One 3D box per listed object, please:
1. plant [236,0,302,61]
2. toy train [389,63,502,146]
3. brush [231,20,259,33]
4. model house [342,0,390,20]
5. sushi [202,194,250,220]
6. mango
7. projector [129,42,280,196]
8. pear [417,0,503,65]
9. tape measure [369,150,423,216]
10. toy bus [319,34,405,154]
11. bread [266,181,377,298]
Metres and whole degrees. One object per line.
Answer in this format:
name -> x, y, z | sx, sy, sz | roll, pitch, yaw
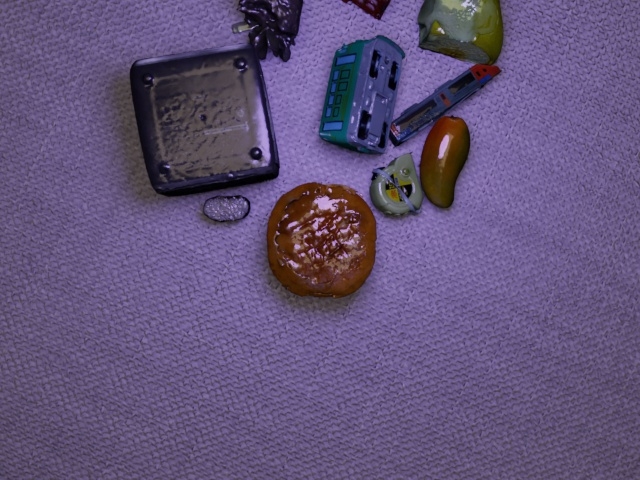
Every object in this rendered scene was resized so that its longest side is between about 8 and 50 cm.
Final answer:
plant -> -0.155, -0.706, 1.659 | 0.189, 0.199, 0.275 | 10, 100, -3
toy train -> 0.394, -0.455, 1.742 | 0.410, 0.086, 0.089 | -35, 89, 0
brush -> -0.204, -0.718, 1.759 | 0.179, 0.030, 0.033 | -16, 101, -1
model house -> 0.136, -0.858, 1.700 | 0.254, 0.160, 0.195 | 30, 90, 1
sushi -> -0.304, -0.104, 1.741 | 0.151, 0.078, 0.090 | -6, 97, -2
mango -> 0.393, -0.256, 1.722 | 0.146, 0.129, 0.288 | 17, 92, -20
projector -> -0.346, -0.359, 1.655 | 0.396, 0.242, 0.404 | -10, 92, -2
pear -> 0.467, -0.728, 1.699 | 0.287, 0.176, 0.281 | 16, 88, -2
tape measure -> 0.244, -0.167, 1.736 | 0.175, 0.106, 0.199 | -19, 93, -14
toy bus -> 0.121, -0.447, 1.678 | 0.200, 0.184, 0.343 | 12, 90, 42
bread -> 0.001, -0.003, 1.688 | 0.337, 0.204, 0.357 | 3, 94, -3
